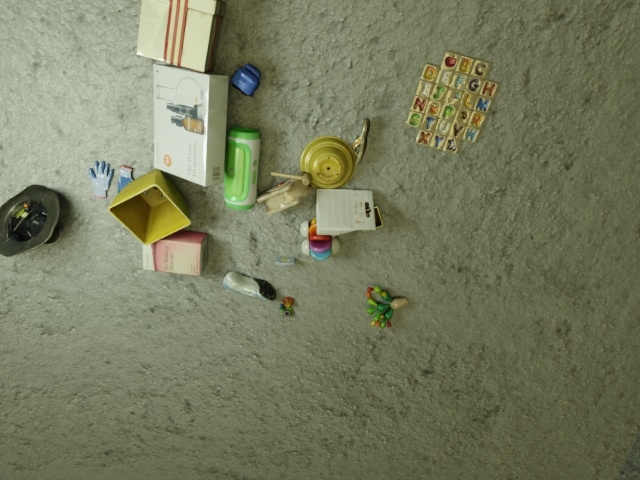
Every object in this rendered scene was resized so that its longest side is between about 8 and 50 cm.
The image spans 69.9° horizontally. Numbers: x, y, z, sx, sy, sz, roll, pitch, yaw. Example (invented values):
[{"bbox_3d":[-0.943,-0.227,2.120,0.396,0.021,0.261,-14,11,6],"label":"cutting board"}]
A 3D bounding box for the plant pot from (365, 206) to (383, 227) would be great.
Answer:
[{"bbox_3d":[0.199,-0.087,1.837,0.082,0.083,0.081,-15,92,5],"label":"plant pot"}]

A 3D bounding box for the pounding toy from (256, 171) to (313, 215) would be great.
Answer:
[{"bbox_3d":[-0.135,-0.219,1.764,0.270,0.154,0.154,-19,112,28],"label":"pounding toy"}]

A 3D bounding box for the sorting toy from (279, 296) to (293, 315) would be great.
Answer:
[{"bbox_3d":[-0.150,0.299,2.022,0.061,0.042,0.101,4,113,-2],"label":"sorting toy"}]

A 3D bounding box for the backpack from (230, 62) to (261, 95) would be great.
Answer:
[{"bbox_3d":[-0.264,-0.571,1.621,0.098,0.120,0.101,32,109,-11],"label":"backpack"}]

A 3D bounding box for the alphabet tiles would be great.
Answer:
[{"bbox_3d":[0.488,-0.507,1.707,0.285,0.011,0.342,14,112,-5],"label":"alphabet tiles"}]

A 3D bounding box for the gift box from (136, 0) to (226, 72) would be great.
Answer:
[{"bbox_3d":[-0.467,-0.716,1.488,0.277,0.255,0.258,12,113,-14],"label":"gift box"}]

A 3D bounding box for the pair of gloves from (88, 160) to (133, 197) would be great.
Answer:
[{"bbox_3d":[-0.816,-0.229,1.816,0.198,0.023,0.159,10,114,-3],"label":"pair of gloves"}]

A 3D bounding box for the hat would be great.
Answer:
[{"bbox_3d":[-1.117,-0.054,1.795,0.332,0.331,0.134,-18,149,7],"label":"hat"}]

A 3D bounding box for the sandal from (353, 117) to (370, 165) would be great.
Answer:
[{"bbox_3d":[0.149,-0.374,1.734,0.049,0.072,0.180,13,111,12],"label":"sandal"}]

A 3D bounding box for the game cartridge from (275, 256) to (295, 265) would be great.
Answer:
[{"bbox_3d":[-0.148,0.088,1.928,0.084,0.056,0.017,1,120,-1],"label":"game cartridge"}]

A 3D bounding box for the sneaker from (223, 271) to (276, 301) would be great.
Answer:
[{"bbox_3d":[-0.303,0.205,1.972,0.237,0.085,0.086,24,137,-13],"label":"sneaker"}]

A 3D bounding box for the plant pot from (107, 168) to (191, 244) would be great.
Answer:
[{"bbox_3d":[-0.635,-0.147,1.742,0.212,0.187,0.212,-24,131,10],"label":"plant pot"}]

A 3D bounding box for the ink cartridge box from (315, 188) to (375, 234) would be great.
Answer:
[{"bbox_3d":[0.095,-0.112,1.793,0.225,0.180,0.056,1,156,-7],"label":"ink cartridge box"}]

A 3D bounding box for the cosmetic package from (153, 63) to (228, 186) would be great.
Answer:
[{"bbox_3d":[-0.468,-0.411,1.628,0.285,0.097,0.376,22,116,31],"label":"cosmetic package"}]

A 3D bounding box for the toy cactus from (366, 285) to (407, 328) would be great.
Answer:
[{"bbox_3d":[0.291,0.286,1.996,0.181,0.112,0.218,-14,103,-5],"label":"toy cactus"}]

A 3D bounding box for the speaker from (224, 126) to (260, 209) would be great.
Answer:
[{"bbox_3d":[-0.298,-0.272,1.742,0.131,0.131,0.296,6,112,-3],"label":"speaker"}]

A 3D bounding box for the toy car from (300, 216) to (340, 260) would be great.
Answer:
[{"bbox_3d":[0.000,0.000,1.848,0.159,0.136,0.181,-2,112,1],"label":"toy car"}]

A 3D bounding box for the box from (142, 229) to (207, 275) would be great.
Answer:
[{"bbox_3d":[-0.590,0.043,1.871,0.233,0.126,0.148,6,113,-3],"label":"box"}]

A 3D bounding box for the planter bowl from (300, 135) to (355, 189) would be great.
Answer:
[{"bbox_3d":[0.030,-0.284,1.757,0.217,0.090,0.217,0,113,0],"label":"planter bowl"}]
